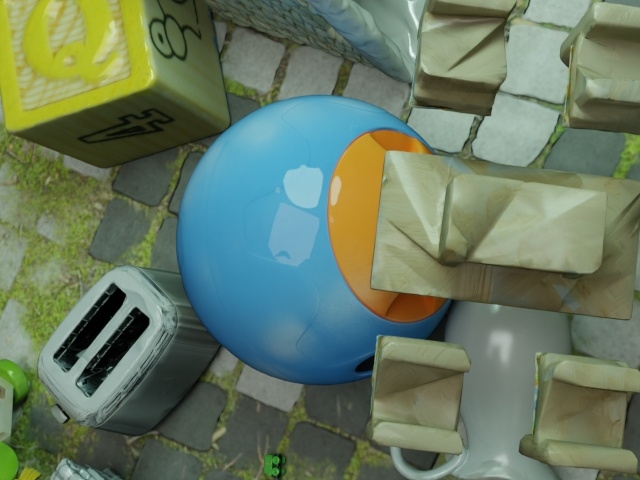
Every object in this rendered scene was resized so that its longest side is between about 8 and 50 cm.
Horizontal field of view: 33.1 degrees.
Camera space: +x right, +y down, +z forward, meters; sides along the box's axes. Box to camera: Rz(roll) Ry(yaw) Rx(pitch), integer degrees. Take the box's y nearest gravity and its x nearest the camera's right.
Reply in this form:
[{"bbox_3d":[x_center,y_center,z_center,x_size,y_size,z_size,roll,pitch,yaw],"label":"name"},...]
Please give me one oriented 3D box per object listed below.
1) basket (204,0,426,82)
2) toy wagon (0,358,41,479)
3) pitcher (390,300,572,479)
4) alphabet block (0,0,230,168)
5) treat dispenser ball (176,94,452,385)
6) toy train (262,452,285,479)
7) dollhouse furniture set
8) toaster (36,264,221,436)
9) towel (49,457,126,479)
[{"bbox_3d":[-0.001,-0.389,1.124,0.266,0.328,0.331,22,89,24],"label":"basket"},{"bbox_3d":[-0.466,0.215,1.238,0.344,0.267,0.068,31,128,21],"label":"toy wagon"},{"bbox_3d":[0.160,0.142,1.076,0.177,0.125,0.207,2,88,-1],"label":"pitcher"},{"bbox_3d":[-0.241,-0.211,1.249,0.193,0.197,0.192,-17,75,17],"label":"alphabet block"},{"bbox_3d":[0.000,0.000,1.077,0.288,0.288,0.288,-3,80,19],"label":"treat dispenser ball"},{"bbox_3d":[-0.054,0.277,1.196,0.023,0.017,0.083,-1,81,30],"label":"toy train"},{"bbox_3d":[0.243,0.012,0.941,0.394,0.256,0.362,7,83,0],"label":"dollhouse furniture set"},{"bbox_3d":[-0.207,0.117,1.209,0.129,0.146,0.227,43,97,20],"label":"toaster"},{"bbox_3d":[-0.222,0.408,1.184,0.283,0.121,0.235,33,95,20],"label":"towel"}]
